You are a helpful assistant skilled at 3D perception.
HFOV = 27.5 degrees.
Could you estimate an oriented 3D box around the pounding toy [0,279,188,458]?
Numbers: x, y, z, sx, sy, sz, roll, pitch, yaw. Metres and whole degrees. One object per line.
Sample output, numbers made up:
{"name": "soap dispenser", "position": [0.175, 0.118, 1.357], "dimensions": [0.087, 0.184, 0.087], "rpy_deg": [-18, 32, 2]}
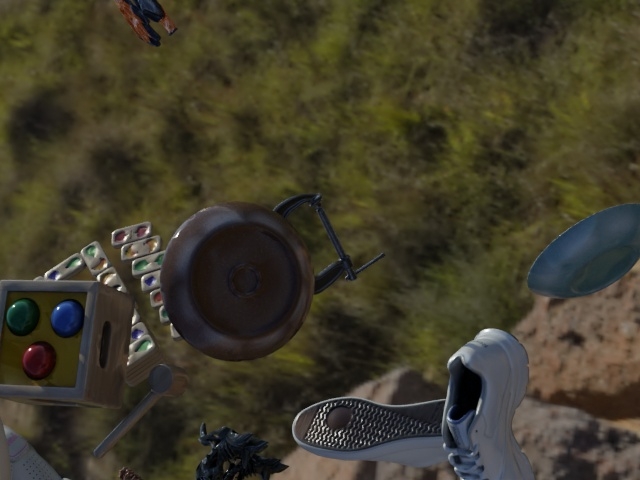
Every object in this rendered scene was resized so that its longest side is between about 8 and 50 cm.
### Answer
{"name": "pounding toy", "position": [-0.251, 0.138, 1.401], "dimensions": [0.206, 0.094, 0.181], "rpy_deg": [0, 76, 22]}

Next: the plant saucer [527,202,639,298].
{"name": "plant saucer", "position": [0.371, 0.027, 1.752], "dimensions": [0.195, 0.195, 0.037], "rpy_deg": [-49, 54, 33]}

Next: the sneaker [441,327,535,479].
{"name": "sneaker", "position": [0.205, 0.268, 1.714], "dimensions": [0.111, 0.129, 0.297], "rpy_deg": [-4, 92, 38]}

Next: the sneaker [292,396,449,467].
{"name": "sneaker", "position": [0.103, 0.318, 2.054], "dimensions": [0.290, 0.123, 0.106], "rpy_deg": [-1, 52, 13]}

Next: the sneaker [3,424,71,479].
{"name": "sneaker", "position": [-0.293, 0.214, 0.991], "dimensions": [0.252, 0.103, 0.111], "rpy_deg": [-29, 96, 17]}

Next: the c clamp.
{"name": "c clamp", "position": [0.000, 0.000, 1.768], "dimensions": [0.137, 0.161, 0.022], "rpy_deg": [-41, 25, -20]}

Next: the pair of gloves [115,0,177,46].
{"name": "pair of gloves", "position": [-0.174, -0.221, 1.262], "dimensions": [0.010, 0.074, 0.083], "rpy_deg": [-44, 11, -22]}

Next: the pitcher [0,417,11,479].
{"name": "pitcher", "position": [-0.191, 0.040, 0.441], "dimensions": [0.207, 0.125, 0.178], "rpy_deg": [27, 130, 51]}

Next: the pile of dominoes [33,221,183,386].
{"name": "pile of dominoes", "position": [-0.265, 0.076, 1.678], "dimensions": [0.196, 0.040, 0.251], "rpy_deg": [-34, 49, -4]}

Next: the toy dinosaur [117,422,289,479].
{"name": "toy dinosaur", "position": [-0.154, 0.400, 1.964], "dimensions": [0.164, 0.322, 0.218], "rpy_deg": [116, 177, -72]}

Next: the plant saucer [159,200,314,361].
{"name": "plant saucer", "position": [-0.096, 0.050, 1.598], "dimensions": [0.036, 0.198, 0.199], "rpy_deg": [172, 109, -71]}
